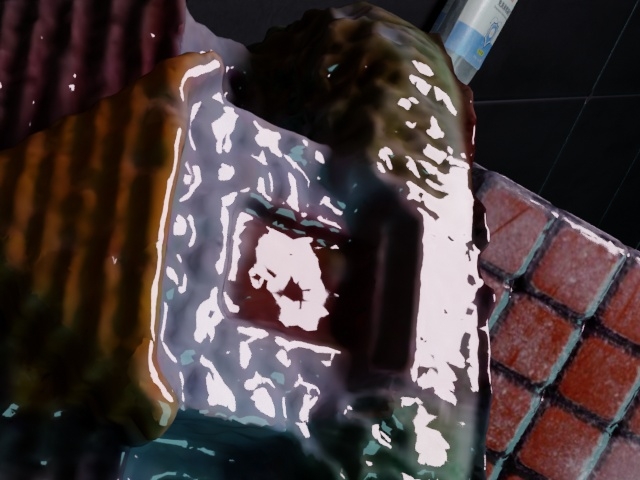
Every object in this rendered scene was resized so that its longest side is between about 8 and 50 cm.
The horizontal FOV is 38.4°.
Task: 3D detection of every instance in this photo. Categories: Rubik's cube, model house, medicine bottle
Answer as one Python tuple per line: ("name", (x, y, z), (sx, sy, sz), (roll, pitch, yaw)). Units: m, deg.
("Rubik's cube", (0.217, 0.128, 1.057), (0.345, 0.343, 0.337), (-59, -175, 6))
("model house", (-0.136, 0.003, 0.460), (0.339, 0.297, 0.360), (20, 65, -37))
("medicine bottle", (0.177, -0.262, 0.979), (0.209, 0.053, 0.090), (-60, 154, 9))
